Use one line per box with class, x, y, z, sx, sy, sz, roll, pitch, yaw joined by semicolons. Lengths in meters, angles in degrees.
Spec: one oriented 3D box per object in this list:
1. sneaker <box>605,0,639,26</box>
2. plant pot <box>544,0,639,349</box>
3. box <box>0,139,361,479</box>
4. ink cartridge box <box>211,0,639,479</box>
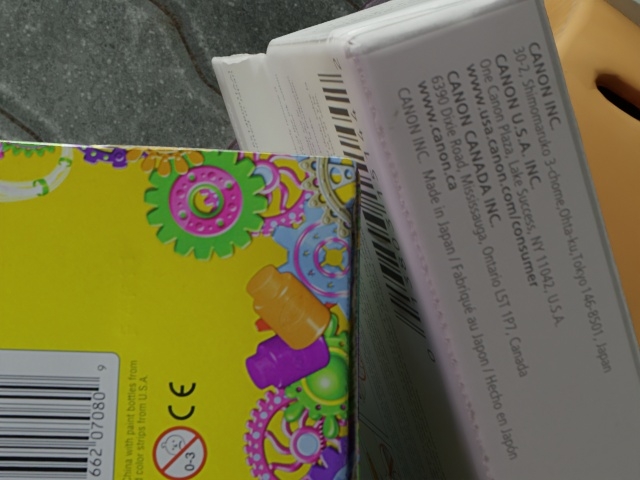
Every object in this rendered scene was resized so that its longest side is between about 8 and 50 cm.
sneaker;0.157;-0.128;0.753;0.150;0.366;0.135;-45;46;27
plant pot;0.125;0.003;0.610;0.291;0.203;0.291;-40;13;11
box;-0.091;0.140;0.415;0.279;0.177;0.289;116;156;-76
ink cartridge box;0.048;0.053;0.459;0.066;0.296;0.261;-20;13;-10
